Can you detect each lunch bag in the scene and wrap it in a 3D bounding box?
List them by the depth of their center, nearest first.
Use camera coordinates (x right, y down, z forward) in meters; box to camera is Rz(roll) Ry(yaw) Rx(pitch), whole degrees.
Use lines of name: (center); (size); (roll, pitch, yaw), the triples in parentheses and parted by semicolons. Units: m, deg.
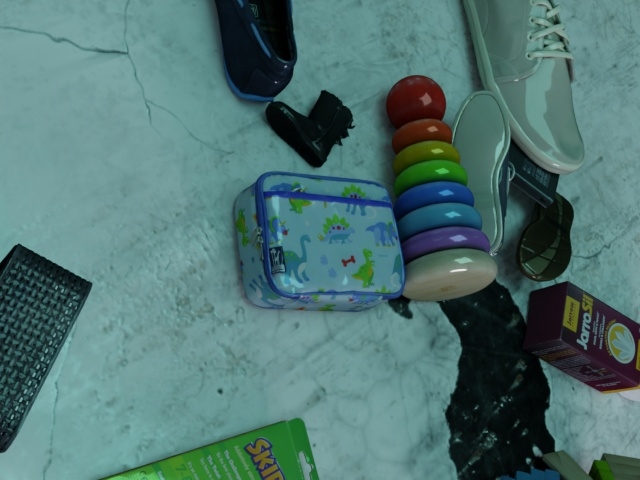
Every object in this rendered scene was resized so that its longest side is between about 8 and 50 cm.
lunch bag: (0.000, 0.000, 1.050); (0.218, 0.090, 0.176); (5, 69, -33)

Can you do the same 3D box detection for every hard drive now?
hard drive: (0.325, -0.123, 1.316); (0.135, 0.022, 0.094); (36, 44, -7)

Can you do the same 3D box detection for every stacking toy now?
stacking toy: (0.152, -0.087, 1.165); (0.141, 0.141, 0.331); (6, 64, -31)

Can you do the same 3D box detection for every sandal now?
sandal: (0.352, -0.004, 1.301); (0.090, 0.060, 0.219); (34, 43, -8)

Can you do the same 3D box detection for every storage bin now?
storage bin: (-0.310, 0.107, 0.789); (0.084, 0.122, 0.180); (31, 60, -21)

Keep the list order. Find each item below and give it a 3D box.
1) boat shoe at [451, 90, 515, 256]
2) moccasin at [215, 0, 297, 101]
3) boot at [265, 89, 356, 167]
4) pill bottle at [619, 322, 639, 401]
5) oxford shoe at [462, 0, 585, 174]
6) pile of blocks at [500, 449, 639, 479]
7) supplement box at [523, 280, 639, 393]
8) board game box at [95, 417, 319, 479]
boat shoe: (0.247, -0.097, 1.232); (0.079, 0.095, 0.255); (32, 54, -73)
moccasin: (-0.079, -0.361, 1.100); (0.137, 0.116, 0.342); (-9, 79, -35)
boot: (-0.011, -0.170, 1.125); (0.121, 0.045, 0.099); (46, 58, -21)
pill bottle: (0.530, 0.199, 1.338); (0.067, 0.067, 0.120); (33, 59, -19)
oxford shoe: (0.346, -0.327, 1.346); (0.169, 0.130, 0.450); (-4, 74, -37)
pile of blocks: (0.333, 0.392, 1.140); (0.361, 0.149, 0.113); (-2, 118, -24)
supplement box: (0.416, 0.154, 1.270); (0.188, 0.080, 0.104); (29, 61, -22)
board game box: (-0.115, 0.291, 0.908); (0.259, 0.039, 0.124); (-10, 81, -32)
